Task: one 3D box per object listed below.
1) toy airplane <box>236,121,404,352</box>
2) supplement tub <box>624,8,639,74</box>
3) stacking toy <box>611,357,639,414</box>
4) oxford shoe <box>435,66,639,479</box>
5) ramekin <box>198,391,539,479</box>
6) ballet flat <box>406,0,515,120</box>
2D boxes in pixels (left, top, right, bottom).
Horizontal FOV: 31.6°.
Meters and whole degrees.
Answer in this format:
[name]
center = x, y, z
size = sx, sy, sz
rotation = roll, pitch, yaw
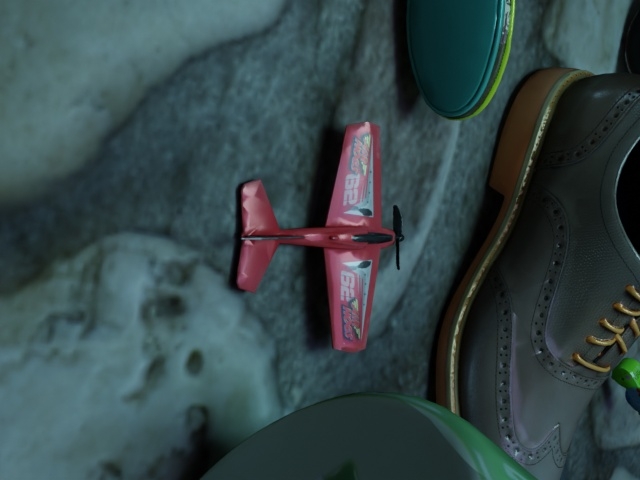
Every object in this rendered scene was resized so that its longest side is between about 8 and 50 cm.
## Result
[toy airplane]
center = 0.000, 0.000, 0.716
size = 0.151, 0.028, 0.151
rotation = -7, 100, -43
[supplement tub]
center = 0.355, -0.146, 0.981
size = 0.198, 0.106, 0.106
rotation = 16, 86, -45
[stacking toy]
center = 0.339, 0.156, 1.057
size = 0.167, 0.052, 0.221
rotation = -40, 120, -34
[oxford shoe]
center = 0.182, 0.050, 0.825
size = 0.130, 0.133, 0.363
rotation = 12, 89, -45
[ramekin]
center = 0.018, 0.227, 0.593
size = 0.148, 0.303, 0.303
rotation = 46, 65, -30
[ballet flat]
center = 0.097, -0.198, 0.750
size = 0.077, 0.077, 0.230
rotation = -28, 115, -56
